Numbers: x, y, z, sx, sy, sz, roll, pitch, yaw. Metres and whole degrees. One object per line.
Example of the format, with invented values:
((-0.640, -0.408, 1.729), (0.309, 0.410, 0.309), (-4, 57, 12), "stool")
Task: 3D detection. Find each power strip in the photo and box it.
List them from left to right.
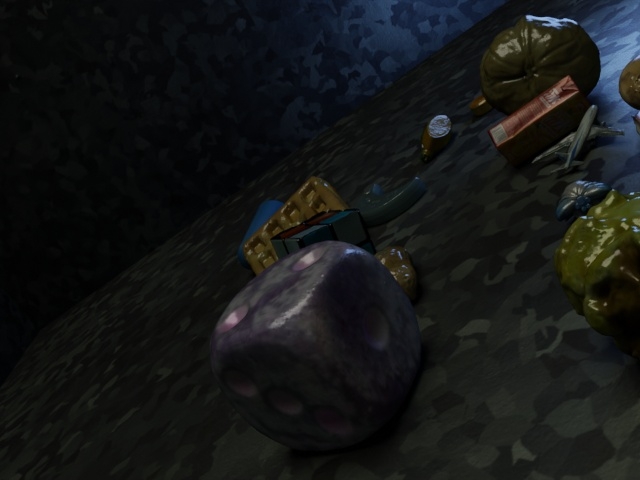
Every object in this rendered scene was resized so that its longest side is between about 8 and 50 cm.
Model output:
((0.172, -0.107, 2.037), (0.167, 0.054, 0.253), (-44, 20, -26), "power strip")

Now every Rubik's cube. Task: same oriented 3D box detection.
((0.013, 0.033, 1.726), (0.183, 0.167, 0.180), (-29, 13, -25), "Rubik's cube")

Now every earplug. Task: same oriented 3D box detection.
((-0.188, -0.005, 2.356), (0.132, 0.132, 0.273), (-25, 24, 32), "earplug")

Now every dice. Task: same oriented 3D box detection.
((-0.007, 0.181, 1.257), (0.271, 0.270, 0.270), (-23, 22, 38), "dice")

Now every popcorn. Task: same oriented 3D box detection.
((0.435, 0.033, 0.939), (0.256, 0.195, 0.255), (-1, 41, 32), "popcorn")

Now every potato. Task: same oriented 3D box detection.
((0.717, -0.357, 1.515), (0.235, 0.128, 0.161), (-38, 21, -23), "potato")

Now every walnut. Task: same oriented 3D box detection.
((0.540, -0.423, 1.796), (0.282, 0.253, 0.277), (-40, -7, 20), "walnut")

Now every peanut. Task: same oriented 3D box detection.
((0.159, 0.071, 1.551), (0.099, 0.099, 0.214), (-33, 23, 10), "peanut")

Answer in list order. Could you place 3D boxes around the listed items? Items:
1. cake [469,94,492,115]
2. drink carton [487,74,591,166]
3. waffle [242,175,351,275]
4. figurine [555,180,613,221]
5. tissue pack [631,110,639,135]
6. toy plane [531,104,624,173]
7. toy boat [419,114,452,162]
((0.505, -0.424, 2.240), (0.084, 0.044, 0.084), (-34, 15, 11), "cake")
((0.515, -0.275, 1.687), (0.223, 0.096, 0.071), (-36, 42, 24), "drink carton")
((-0.071, -0.015, 2.066), (0.348, 0.077, 0.304), (-45, 32, 4), "waffle")
((0.484, -0.070, 1.326), (0.114, 0.079, 0.114), (-29, -20, -12), "figurine")
((0.708, -0.221, 1.173), (0.344, 0.125, 0.242), (-30, 18, 21), "tissue pack")
((0.567, -0.223, 1.569), (0.226, 0.058, 0.226), (-16, 23, 51), "toy plane")
((0.358, -0.322, 2.224), (0.229, 0.089, 0.088), (-56, -13, -46), "toy boat")
